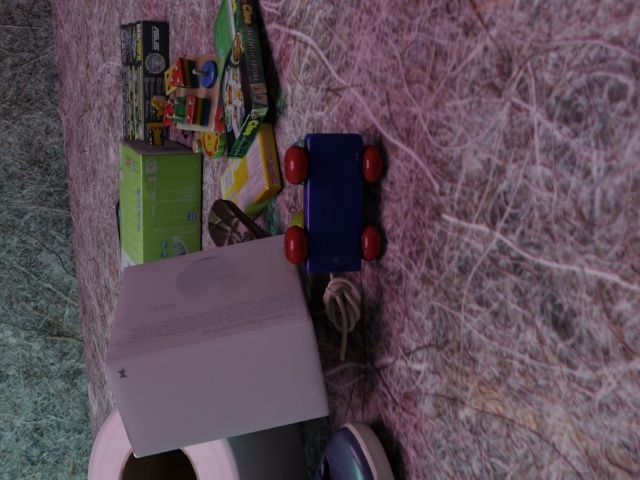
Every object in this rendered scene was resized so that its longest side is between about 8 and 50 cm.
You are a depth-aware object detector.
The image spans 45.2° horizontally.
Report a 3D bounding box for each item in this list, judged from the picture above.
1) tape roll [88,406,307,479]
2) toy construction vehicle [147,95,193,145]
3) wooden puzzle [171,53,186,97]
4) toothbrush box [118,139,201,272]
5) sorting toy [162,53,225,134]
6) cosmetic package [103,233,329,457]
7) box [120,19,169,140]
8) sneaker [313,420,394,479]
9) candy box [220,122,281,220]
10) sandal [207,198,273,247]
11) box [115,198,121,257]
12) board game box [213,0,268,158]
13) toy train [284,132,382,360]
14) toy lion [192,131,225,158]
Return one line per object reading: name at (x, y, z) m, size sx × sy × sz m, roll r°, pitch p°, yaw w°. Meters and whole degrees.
tape roll at (-0.162, 0.315, 1.027) m, size 0.246 × 0.169 × 0.246 m, roll -3°, pitch 84°, yaw 28°
toy construction vehicle at (-0.292, -0.230, 1.488) m, size 0.035 × 0.085 × 0.098 m, roll 162°, pitch 103°, yaw -71°
wooden puzzle at (-0.279, -0.327, 1.531) m, size 0.116 × 0.014 × 0.079 m, roll 4°, pitch 102°, yaw 65°
toothbrush box at (-0.324, -0.049, 1.536) m, size 0.206 × 0.122 × 0.283 m, roll 27°, pitch 117°, yaw 61°
sorting toy at (-0.224, -0.258, 1.329) m, size 0.274 × 0.046 × 0.132 m, roll 16°, pitch 99°, yaw 51°
cosmetic package at (-0.121, 0.117, 0.922) m, size 0.225 × 0.224 × 0.138 m, roll -107°, pitch 6°, yaw -65°
box at (-0.393, -0.347, 1.715) m, size 0.216 × 0.060 × 0.270 m, roll 23°, pitch 115°, yaw 61°
sneaker at (-0.016, 0.363, 0.909) m, size 0.131 × 0.148 × 0.350 m, roll -127°, pitch 41°, yaw -49°
candy box at (-0.112, -0.090, 1.191) m, size 0.206 × 0.027 × 0.105 m, roll 141°, pitch 122°, yaw -60°
sandal at (-0.090, 0.025, 1.111) m, size 0.219 × 0.060 × 0.090 m, roll 49°, pitch 123°, yaw 30°
box at (-0.419, -0.041, 1.790) m, size 0.180 × 0.077 × 0.148 m, roll 143°, pitch 121°, yaw -61°
board game box at (-0.124, -0.268, 1.163) m, size 0.136 × 0.030 × 0.260 m, roll 126°, pitch 140°, yaw -57°
toy train at (0.000, 0.000, 0.894) m, size 0.143 × 0.105 × 0.248 m, roll -151°, pitch 60°, yaw -73°
toy lion at (-0.193, -0.193, 1.351) m, size 0.096 × 0.034 × 0.100 m, roll -1°, pitch 92°, yaw 58°
